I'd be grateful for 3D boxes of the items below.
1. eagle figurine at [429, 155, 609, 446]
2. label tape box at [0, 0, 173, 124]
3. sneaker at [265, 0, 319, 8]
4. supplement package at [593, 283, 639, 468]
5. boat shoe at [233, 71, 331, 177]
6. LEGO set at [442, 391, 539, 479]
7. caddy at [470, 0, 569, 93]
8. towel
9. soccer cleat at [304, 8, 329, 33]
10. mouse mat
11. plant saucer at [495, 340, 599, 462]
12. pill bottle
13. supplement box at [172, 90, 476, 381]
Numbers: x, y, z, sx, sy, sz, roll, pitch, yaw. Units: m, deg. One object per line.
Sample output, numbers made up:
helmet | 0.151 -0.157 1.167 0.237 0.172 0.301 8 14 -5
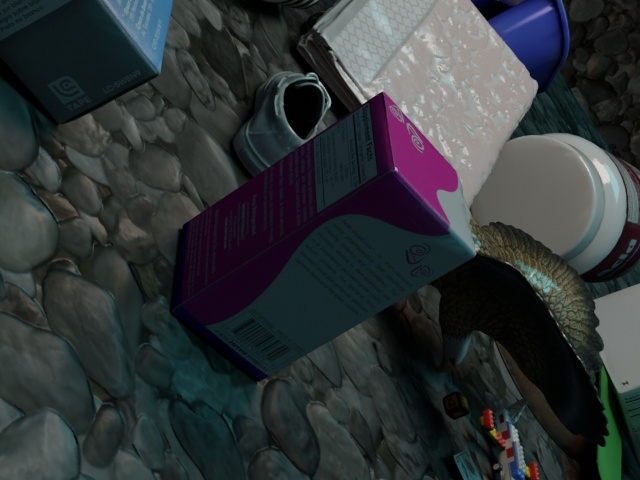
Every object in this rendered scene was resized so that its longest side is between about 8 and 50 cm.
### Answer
eagle figurine | 0.194 0.073 1.189 0.225 0.298 0.226 94 19 -62
label tape box | -0.245 -0.293 0.835 0.334 0.106 0.241 53 22 -35
sneaker | -0.106 -0.491 1.396 0.257 0.169 0.447 17 54 -69
supplement package | 0.509 0.203 1.659 0.194 0.149 0.203 -103 169 -51
boat shoe | -0.026 -0.136 1.170 0.079 0.081 0.227 52 24 -16
LEGO set | 0.217 0.272 1.194 0.182 0.060 0.244 2 61 -66
caddy | 0.325 -0.377 1.905 0.341 0.179 0.241 98 -34 -75
towel | 0.152 -0.236 1.493 0.317 0.053 0.332 48 48 -13
soccer cleat | 0.028 -0.300 1.491 0.060 0.072 0.179 55 23 -9
mouse mat | 0.404 0.285 1.519 0.190 0.007 0.153 -71 145 -44
plant saucer | 0.340 0.169 1.580 0.310 0.050 0.310 44 28 -31
pill bottle | 0.389 -0.047 1.714 0.392 0.224 0.224 6 56 -62
supplement box | 0.000 0.000 0.880 0.111 0.220 0.114 44 27 -32
